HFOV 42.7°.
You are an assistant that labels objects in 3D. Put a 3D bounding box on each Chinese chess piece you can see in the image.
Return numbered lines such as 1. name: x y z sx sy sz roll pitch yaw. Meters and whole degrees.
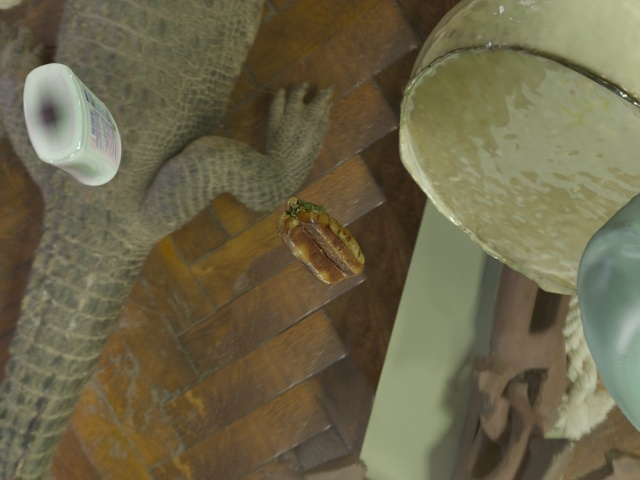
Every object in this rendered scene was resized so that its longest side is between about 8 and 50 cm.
1. Chinese chess piece: 0.237 -0.093 0.766 0.338 0.338 0.140 35 65 8

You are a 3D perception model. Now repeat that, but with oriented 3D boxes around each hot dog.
1. hot dog: 0.000 0.000 0.651 0.049 0.122 0.037 -22 56 10

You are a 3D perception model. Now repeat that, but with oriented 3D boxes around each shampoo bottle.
1. shampoo bottle: -0.181 -0.081 0.608 0.043 0.099 0.072 -12 81 1

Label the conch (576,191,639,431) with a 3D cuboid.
1. conch: 0.217 0.028 0.319 0.221 0.121 0.185 -3 81 46
